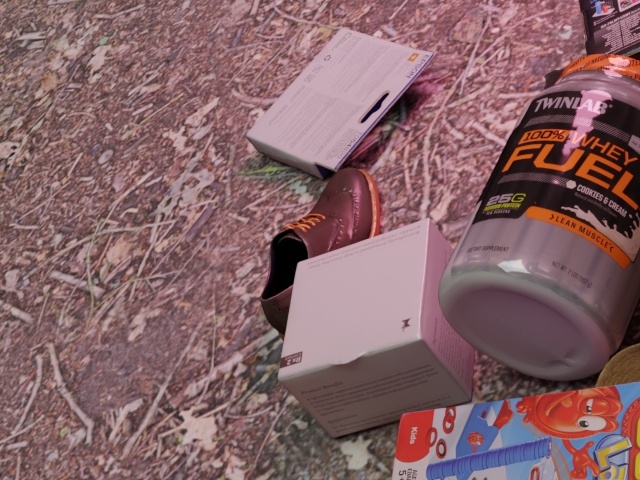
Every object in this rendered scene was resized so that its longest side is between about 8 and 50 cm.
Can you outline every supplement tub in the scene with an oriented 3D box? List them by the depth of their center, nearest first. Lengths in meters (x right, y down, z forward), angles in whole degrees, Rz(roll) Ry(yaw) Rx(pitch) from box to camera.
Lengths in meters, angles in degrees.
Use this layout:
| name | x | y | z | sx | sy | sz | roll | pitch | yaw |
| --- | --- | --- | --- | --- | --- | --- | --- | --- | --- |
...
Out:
| name | x | y | z | sx | sy | sz | roll | pitch | yaw |
| --- | --- | --- | --- | --- | --- | --- | --- | --- | --- |
| supplement tub | 0.264 | -0.030 | 1.553 | 0.194 | 0.193 | 0.316 | -1 | 50 | 42 |

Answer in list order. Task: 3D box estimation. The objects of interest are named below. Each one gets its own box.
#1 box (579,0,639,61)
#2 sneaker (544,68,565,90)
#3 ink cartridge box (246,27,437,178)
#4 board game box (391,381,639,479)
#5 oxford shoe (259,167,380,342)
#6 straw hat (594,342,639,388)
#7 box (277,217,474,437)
| name | x | y | z | sx | sy | sz | roll | pitch | yaw |
| --- | --- | --- | --- | --- | --- | --- | --- | --- | --- |
| box | 0.432 | -0.325 | 1.686 | 0.296 | 0.073 | 0.293 | -24 | 41 | 25 |
| sneaker | 0.300 | -0.152 | 1.784 | 0.089 | 0.051 | 0.170 | -17 | 36 | 30 |
| ink cartridge box | 0.035 | -0.186 | 2.064 | 0.223 | 0.045 | 0.224 | -49 | 37 | -12 |
| board game box | 0.199 | 0.287 | 1.313 | 0.302 | 0.086 | 0.308 | -13 | 53 | 33 |
| oxford shoe | 0.000 | 0.000 | 1.843 | 0.097 | 0.098 | 0.271 | -11 | 44 | 35 |
| straw hat | 0.332 | 0.155 | 1.394 | 0.144 | 0.144 | 0.061 | -12 | 5 | 34 |
| box | 0.067 | 0.098 | 1.657 | 0.181 | 0.119 | 0.182 | -19 | 40 | 27 |
